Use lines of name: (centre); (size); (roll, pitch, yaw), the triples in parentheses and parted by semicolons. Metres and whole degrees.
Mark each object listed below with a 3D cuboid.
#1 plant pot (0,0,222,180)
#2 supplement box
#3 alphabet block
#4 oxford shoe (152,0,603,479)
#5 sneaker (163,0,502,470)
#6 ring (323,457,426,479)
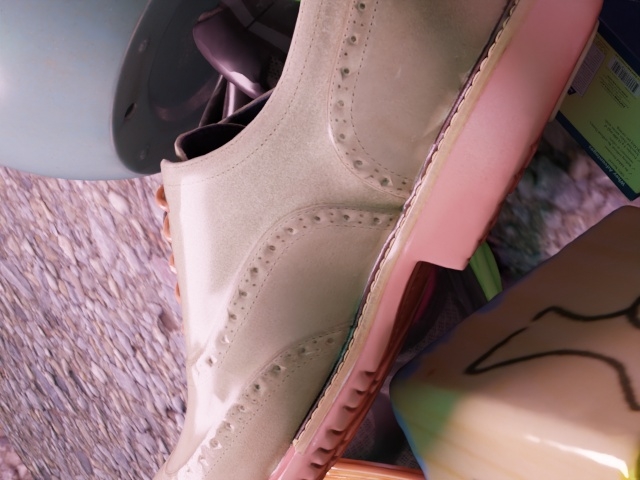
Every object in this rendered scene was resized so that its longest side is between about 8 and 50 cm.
plant pot: (-0.159, -0.172, 1.037); (0.235, 0.293, 0.293); (30, 149, 18)
supplement box: (0.154, -0.080, 0.810); (0.083, 0.056, 0.083); (51, 156, 15)
alphabet block: (0.185, 0.112, 0.837); (0.197, 0.192, 0.193); (11, 132, 60)
oxford shoe: (-0.017, 0.012, 0.832); (0.146, 0.140, 0.397); (30, 117, 1)
sneaker: (0.000, 0.000, 1.027); (0.185, 0.202, 0.483); (41, 152, 35)
ring: (0.091, 0.203, 1.135); (0.337, 0.032, 0.336); (14, 156, 7)
